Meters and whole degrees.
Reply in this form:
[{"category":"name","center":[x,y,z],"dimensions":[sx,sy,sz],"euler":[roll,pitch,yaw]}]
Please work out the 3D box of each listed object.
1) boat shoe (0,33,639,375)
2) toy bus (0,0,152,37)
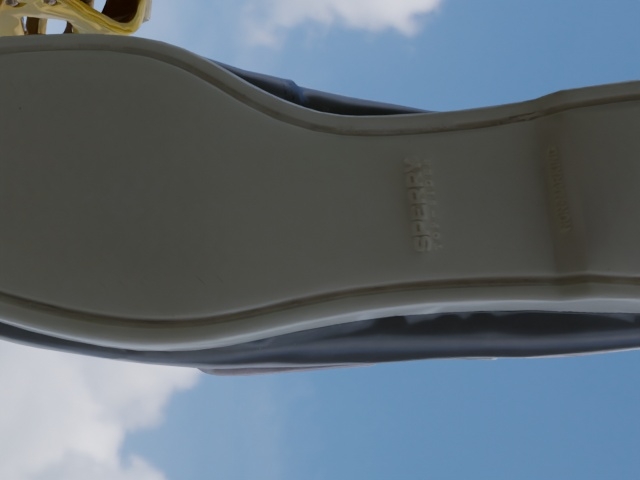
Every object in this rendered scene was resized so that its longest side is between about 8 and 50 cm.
[{"category":"boat shoe","center":[0.000,0.000,0.511],"dimensions":[0.095,0.335,0.112],"euler":[94,-2,-67]},{"category":"toy bus","center":[-0.148,-0.167,0.909],"dimensions":[0.191,0.104,0.202],"euler":[-53,-135,10]}]
